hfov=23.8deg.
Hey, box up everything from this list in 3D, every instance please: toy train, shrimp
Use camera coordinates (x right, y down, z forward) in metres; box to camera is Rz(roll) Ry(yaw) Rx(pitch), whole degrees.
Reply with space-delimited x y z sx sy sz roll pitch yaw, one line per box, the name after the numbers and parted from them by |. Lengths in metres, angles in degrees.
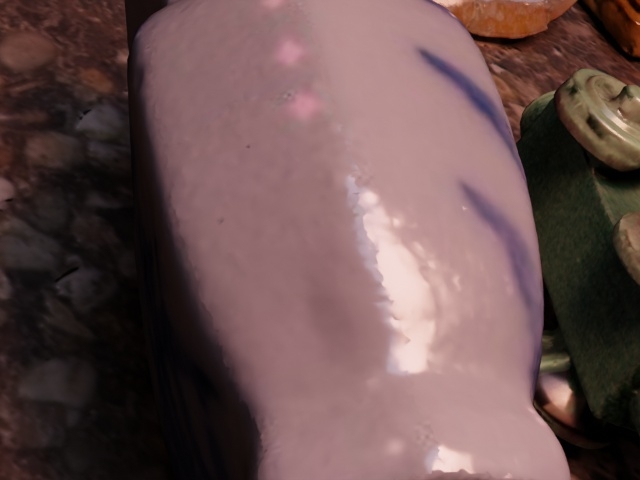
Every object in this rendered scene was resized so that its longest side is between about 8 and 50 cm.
0.220 0.027 0.940 0.221 0.150 0.304 20 35 -25 | toy train
0.161 -0.260 1.240 0.289 0.075 0.178 -31 81 -32 | shrimp

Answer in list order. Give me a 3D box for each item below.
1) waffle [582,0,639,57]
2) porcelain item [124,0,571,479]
0.301 -0.287 1.389 0.224 0.098 0.328 0 43 -28 | waffle
0.000 0.000 0.754 0.178 0.242 0.405 -7 48 -11 | porcelain item
